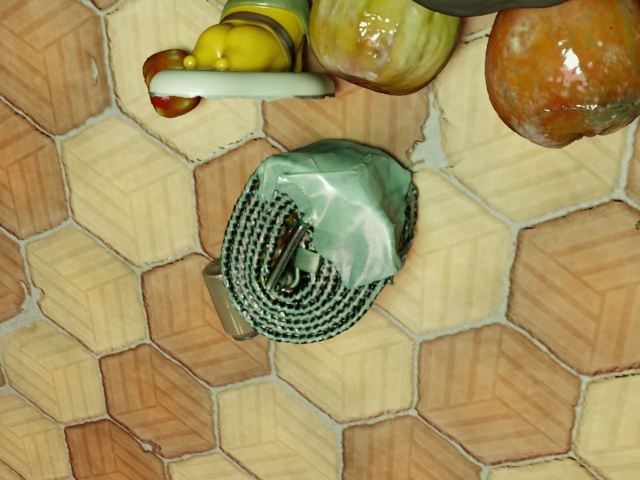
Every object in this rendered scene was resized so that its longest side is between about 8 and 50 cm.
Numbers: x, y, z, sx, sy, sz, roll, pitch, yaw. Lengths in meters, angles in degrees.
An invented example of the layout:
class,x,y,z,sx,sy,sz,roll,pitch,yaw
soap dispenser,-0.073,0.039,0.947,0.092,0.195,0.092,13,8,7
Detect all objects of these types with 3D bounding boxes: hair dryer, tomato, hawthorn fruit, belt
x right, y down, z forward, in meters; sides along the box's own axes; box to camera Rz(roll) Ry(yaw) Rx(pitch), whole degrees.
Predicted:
class,x,y,z,sx,sy,sz,roll,pitch,yaw
hair dryer,-0.067,0.075,1.218,0.182,0.064,0.117,-8,116,24
tomato,-0.181,-0.197,1.093,0.075,0.087,0.087,-18,114,-5
hawthorn fruit,0.237,-0.178,0.844,0.173,0.173,0.173,12,124,19
belt,0.000,0.000,1.069,0.207,0.150,0.257,34,118,7

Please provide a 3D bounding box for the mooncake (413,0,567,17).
class,x,y,z,sx,sy,sz,roll,pitch,yaw
mooncake,0.137,-0.341,0.735,0.306,0.154,0.306,-2,84,19

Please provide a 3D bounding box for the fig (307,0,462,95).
class,x,y,z,sx,sy,sz,roll,pitch,yaw
fig,0.090,-0.273,0.892,0.159,0.159,0.257,29,107,7

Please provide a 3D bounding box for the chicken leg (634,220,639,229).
class,x,y,z,sx,sy,sz,roll,pitch,yaw
chicken leg,0.410,-0.063,0.878,0.103,0.088,0.227,47,132,10

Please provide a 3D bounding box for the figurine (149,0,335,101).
class,x,y,z,sx,sy,sz,roll,pitch,yaw
figurine,-0.077,-0.224,0.948,0.166,0.250,0.141,9,104,26
